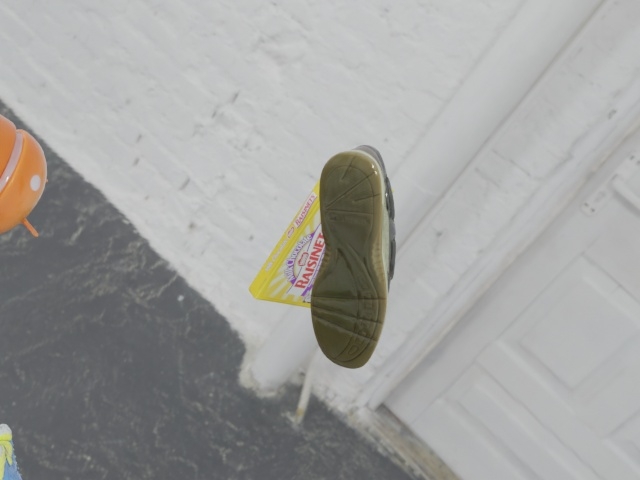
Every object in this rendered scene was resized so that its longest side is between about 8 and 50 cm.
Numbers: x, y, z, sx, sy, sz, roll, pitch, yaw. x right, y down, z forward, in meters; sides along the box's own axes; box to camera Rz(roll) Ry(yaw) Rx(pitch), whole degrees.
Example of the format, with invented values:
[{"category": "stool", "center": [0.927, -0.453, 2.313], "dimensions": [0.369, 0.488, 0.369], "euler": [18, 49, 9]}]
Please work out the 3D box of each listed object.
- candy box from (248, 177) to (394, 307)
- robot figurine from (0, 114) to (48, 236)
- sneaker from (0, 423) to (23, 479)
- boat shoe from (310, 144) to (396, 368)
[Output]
[{"category": "candy box", "center": [0.000, 0.000, 1.006], "dimensions": [0.105, 0.205, 0.027], "euler": [15, 28, -39]}, {"category": "robot figurine", "center": [-0.373, -0.087, 0.780], "dimensions": [0.219, 0.128, 0.158], "euler": [36, -12, -38]}, {"category": "sneaker", "center": [-0.631, 0.446, 1.513], "dimensions": [0.091, 0.240, 0.126], "euler": [-24, 100, -14]}, {"category": "boat shoe", "center": [0.040, 0.016, 0.751], "dimensions": [0.080, 0.223, 0.073], "euler": [11, 25, 24]}]
